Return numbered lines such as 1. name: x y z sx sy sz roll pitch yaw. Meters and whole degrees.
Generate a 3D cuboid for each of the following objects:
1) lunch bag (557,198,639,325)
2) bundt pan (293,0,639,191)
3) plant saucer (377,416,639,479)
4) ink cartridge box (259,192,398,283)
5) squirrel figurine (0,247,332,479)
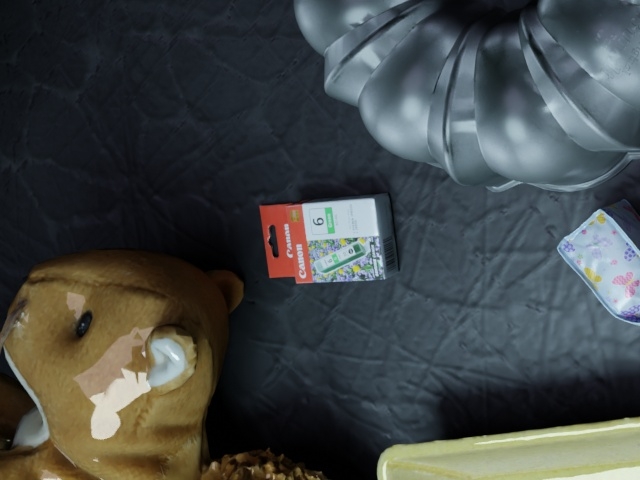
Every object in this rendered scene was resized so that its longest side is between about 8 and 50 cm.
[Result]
1. lunch bag: 0.207 0.018 0.862 0.053 0.071 0.083 -41 78 24
2. bundt pan: 0.116 -0.185 0.841 0.330 0.124 0.331 6 102 28
3. plant saucer: 0.233 0.274 0.895 0.332 0.081 0.333 -12 94 29
4. ink cartridge box: 0.000 0.000 0.994 0.115 0.029 0.063 -4 99 28
5. squirrel figurine: -0.131 0.206 1.011 0.397 0.281 0.371 27 102 6
